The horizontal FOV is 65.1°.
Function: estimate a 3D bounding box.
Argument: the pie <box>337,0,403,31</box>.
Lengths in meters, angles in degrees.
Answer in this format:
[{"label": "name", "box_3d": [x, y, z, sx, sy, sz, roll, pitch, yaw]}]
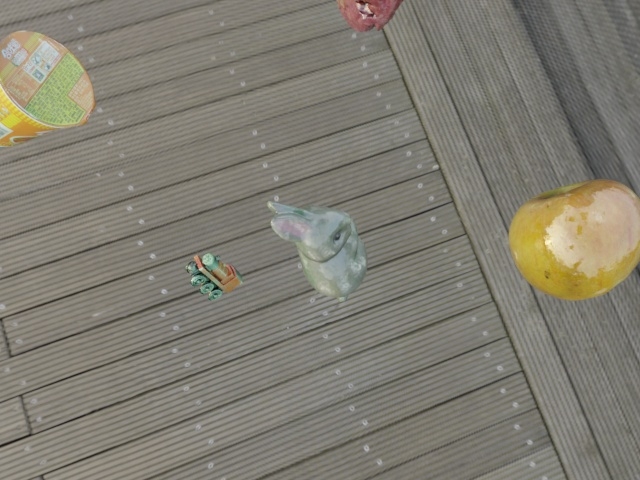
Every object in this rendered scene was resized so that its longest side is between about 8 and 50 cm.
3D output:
[{"label": "pie", "box_3d": [0.045, -0.229, 0.372, 0.038, 0.153, 0.154, 11, 79, -18]}]

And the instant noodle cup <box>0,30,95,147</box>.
[{"label": "instant noodle cup", "box_3d": [-0.519, -0.244, 0.873, 0.184, 0.168, 0.169, -14, 79, 34]}]

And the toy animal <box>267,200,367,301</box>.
[{"label": "toy animal", "box_3d": [0.003, 0.001, 0.788, 0.125, 0.251, 0.127, -44, 63, -2]}]

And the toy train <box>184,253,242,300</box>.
[{"label": "toy train", "box_3d": [-0.179, 0.057, 0.834, 0.064, 0.103, 0.044, -33, 55, 1]}]

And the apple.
[{"label": "apple", "box_3d": [0.364, 0.001, 0.717, 0.182, 0.182, 0.155, -20, 94, -7]}]
